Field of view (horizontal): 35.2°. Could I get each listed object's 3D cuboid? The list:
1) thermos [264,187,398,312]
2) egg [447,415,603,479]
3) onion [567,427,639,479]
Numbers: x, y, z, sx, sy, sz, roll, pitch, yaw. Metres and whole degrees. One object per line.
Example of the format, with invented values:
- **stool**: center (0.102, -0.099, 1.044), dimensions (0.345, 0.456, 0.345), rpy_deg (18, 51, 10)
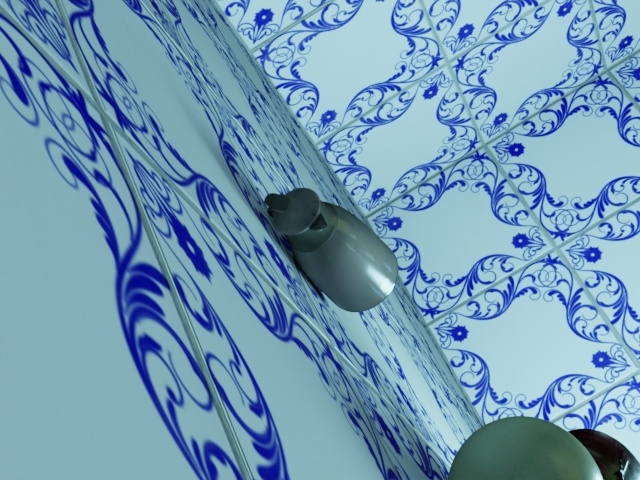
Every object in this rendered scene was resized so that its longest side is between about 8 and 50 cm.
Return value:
- **thermos**: center (0.000, 0.000, 1.288), dimensions (0.137, 0.105, 0.193), rpy_deg (29, -9, 41)
- **egg**: center (0.253, 0.323, 1.227), dimensions (0.188, 0.188, 0.254), rpy_deg (-115, -178, -49)
- **onion**: center (0.389, 0.427, 1.453), dimensions (0.314, 0.232, 0.314), rpy_deg (-17, 110, -57)
